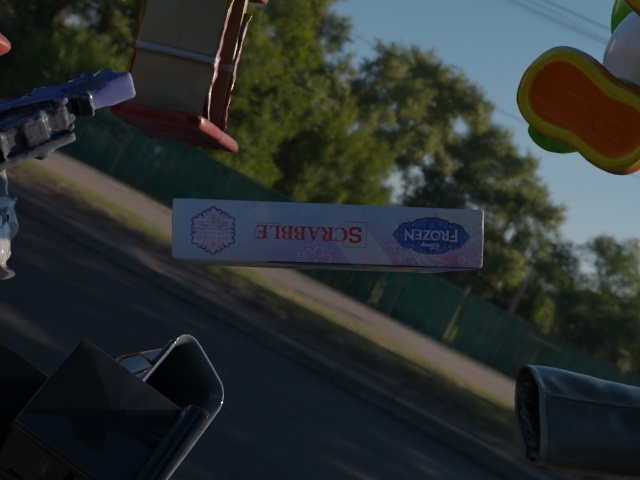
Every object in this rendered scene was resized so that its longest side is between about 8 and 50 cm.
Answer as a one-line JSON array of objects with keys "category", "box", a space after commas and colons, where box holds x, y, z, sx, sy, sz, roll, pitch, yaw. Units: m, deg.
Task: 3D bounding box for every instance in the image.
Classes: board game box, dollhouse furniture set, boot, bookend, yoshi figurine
[{"category": "board game box", "box": [0.000, 0.000, 1.198, 0.317, 0.066, 0.319, 2, -3, -2]}, {"category": "dollhouse furniture set", "box": [-0.266, -0.244, 1.195, 0.374, 0.201, 0.152, 13, -4, 9]}, {"category": "boot", "box": [0.247, 0.152, 0.703, 0.208, 0.076, 0.190, 15, 16, -9]}, {"category": "bookend", "box": [-0.164, 0.103, 0.567, 0.156, 0.072, 0.157, 37, -39, -3]}, {"category": "yoshi figurine", "box": [0.267, -0.157, 0.809, 0.203, 0.203, 0.362, -1, 5, 33]}]

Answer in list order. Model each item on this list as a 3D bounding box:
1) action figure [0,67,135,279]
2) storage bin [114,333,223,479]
[{"category": "action figure", "box": [-0.335, -0.054, 1.006, 0.330, 0.341, 0.179, 46, -27, 56]}, {"category": "storage bin", "box": [-0.169, 0.148, 0.922, 0.091, 0.135, 0.098, -8, -60, 35]}]
